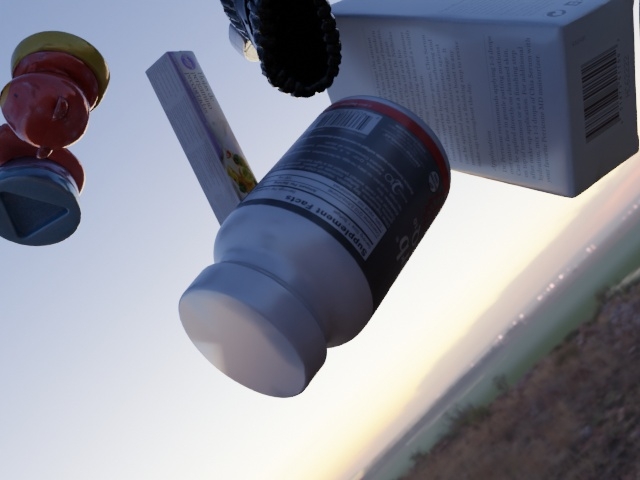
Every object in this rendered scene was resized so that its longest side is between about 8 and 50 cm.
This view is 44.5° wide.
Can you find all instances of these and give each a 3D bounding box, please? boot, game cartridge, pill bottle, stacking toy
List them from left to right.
[{"bbox_3d":[-0.426,-0.116,0.988,0.279,0.130,0.309,8,-45,-17],"label":"stacking toy"},{"bbox_3d":[-0.104,-0.366,1.037,0.131,0.348,0.260,-38,29,10],"label":"boot"},{"bbox_3d":[-0.112,-0.483,1.708,0.196,0.060,0.294,-44,1,7],"label":"game cartridge"},{"bbox_3d":[0.000,0.000,0.957,0.363,0.210,0.210,-53,-6,-36],"label":"pill bottle"}]

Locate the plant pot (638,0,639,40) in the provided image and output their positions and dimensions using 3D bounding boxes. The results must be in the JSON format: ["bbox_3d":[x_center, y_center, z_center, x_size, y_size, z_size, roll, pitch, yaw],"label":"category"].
[{"bbox_3d":[0.430,-0.270,0.667,0.293,0.235,0.293,2,-90,-81],"label":"plant pot"}]

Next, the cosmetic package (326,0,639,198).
[{"bbox_3d":[0.205,-0.233,1.117,0.161,0.453,0.230,-32,-57,-30],"label":"cosmetic package"}]

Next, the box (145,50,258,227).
[{"bbox_3d":[-0.169,-0.142,1.226,0.067,0.324,0.063,-31,-6,36],"label":"box"}]
